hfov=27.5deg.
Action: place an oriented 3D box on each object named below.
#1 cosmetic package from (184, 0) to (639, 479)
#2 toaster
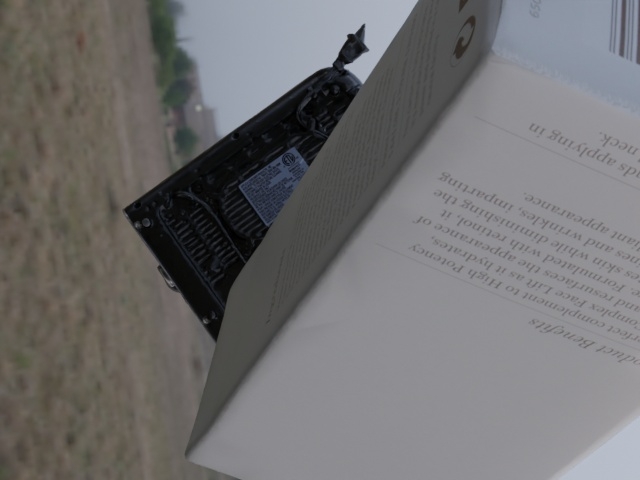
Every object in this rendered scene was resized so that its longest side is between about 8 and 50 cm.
[{"bbox_3d":[0.051,0.008,0.414,0.231,0.117,0.085,-52,-160,49],"label":"cosmetic package"},{"bbox_3d":[0.000,0.000,0.790,0.168,0.185,0.110,53,-3,4],"label":"toaster"}]
